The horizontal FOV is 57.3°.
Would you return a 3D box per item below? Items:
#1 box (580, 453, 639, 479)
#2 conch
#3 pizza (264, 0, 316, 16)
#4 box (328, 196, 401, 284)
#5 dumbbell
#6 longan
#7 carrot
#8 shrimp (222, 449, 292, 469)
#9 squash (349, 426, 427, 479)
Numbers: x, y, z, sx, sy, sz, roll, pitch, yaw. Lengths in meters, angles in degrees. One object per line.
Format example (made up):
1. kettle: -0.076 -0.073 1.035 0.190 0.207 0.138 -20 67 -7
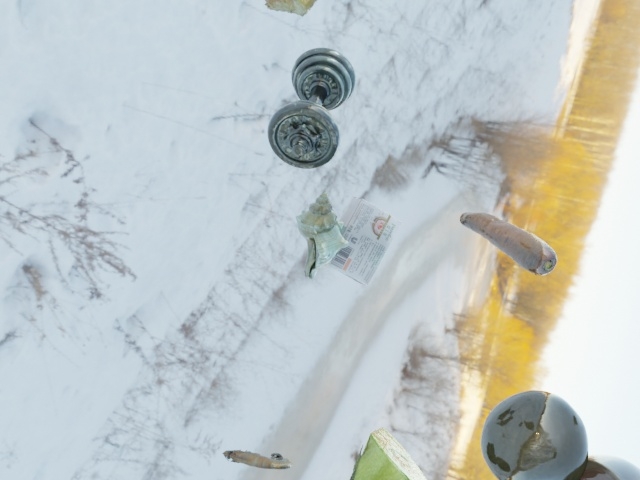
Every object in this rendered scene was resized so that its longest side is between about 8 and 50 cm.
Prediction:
1. box: 0.676 0.659 1.431 0.216 0.301 0.300 5 101 -42
2. conch: 0.011 -0.006 1.381 0.137 0.115 0.233 -130 -152 -69
3. pizza: -0.044 -0.423 0.960 0.046 0.134 0.174 48 30 -41
4. box: 0.104 0.000 1.551 0.199 0.135 0.081 -60 -160 1
5. dumbbell: -0.015 -0.337 1.467 0.406 0.179 0.179 -75 168 -47
6. longan: 0.490 0.461 1.329 0.215 0.246 0.245 -54 159 -88
7. carrot: 0.319 -0.008 1.030 0.248 0.059 0.059 -134 -132 -58
8. shrimp: -0.154 0.555 1.501 0.124 0.179 0.034 29 65 -69
9. squash: 0.090 0.620 1.352 0.309 0.210 0.233 -44 162 2
